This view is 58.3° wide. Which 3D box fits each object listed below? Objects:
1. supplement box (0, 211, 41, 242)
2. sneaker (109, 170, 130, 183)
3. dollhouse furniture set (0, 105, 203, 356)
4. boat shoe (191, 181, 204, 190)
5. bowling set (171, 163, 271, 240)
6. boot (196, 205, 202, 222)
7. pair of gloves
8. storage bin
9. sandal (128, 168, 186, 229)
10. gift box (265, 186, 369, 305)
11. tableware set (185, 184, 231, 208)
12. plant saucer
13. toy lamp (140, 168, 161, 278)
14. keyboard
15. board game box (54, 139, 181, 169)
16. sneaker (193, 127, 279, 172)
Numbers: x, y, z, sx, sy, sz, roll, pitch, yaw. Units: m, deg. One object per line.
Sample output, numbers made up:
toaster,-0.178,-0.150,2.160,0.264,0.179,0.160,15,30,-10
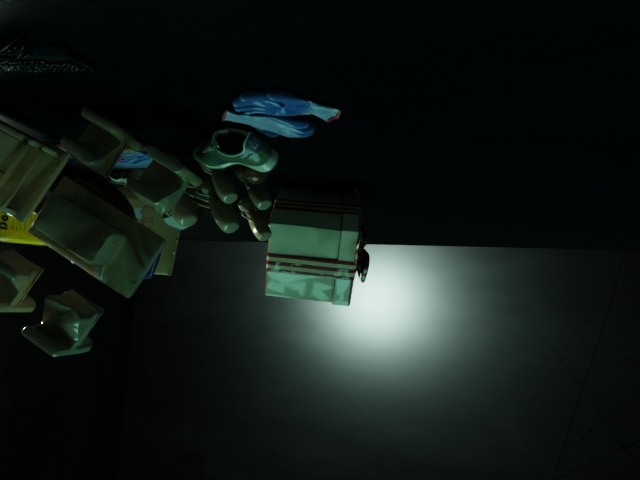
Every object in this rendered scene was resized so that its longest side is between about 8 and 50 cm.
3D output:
supplement box,-0.924,-0.096,1.669,0.194,0.195,0.357,-1,174,41
sneaker,-0.509,-0.163,1.495,0.084,0.031,0.037,4,175,-2
dollhouse furniture set,-0.461,-0.050,1.046,0.394,0.362,0.256,32,176,7
boat shoe,-0.310,-0.127,1.552,0.178,0.064,0.060,-1,171,26
bowling set,-0.188,-0.126,1.264,0.200,0.154,0.287,-47,145,22
boot,-0.531,-0.104,1.935,0.161,0.083,0.247,8,176,28
pair of gloves,-0.068,-0.191,0.892,0.160,0.023,0.198,6,174,-21
storage bin,-0.565,-0.037,1.708,0.262,0.260,0.123,9,-175,-39
sandal,-0.420,-0.130,1.511,0.088,0.079,0.240,-17,138,13
gift box,0.000,0.000,1.492,0.259,0.276,0.255,7,-146,-1
tableware set,-0.320,-0.116,1.404,0.194,0.039,0.128,32,-166,39
plant saucer,-0.552,-0.101,1.332,0.311,0.050,0.310,38,-165,-12
toy lamp,-0.401,-0.048,1.328,0.080,0.274,0.080,5,174,0
keyboard,-0.396,-0.222,0.735,0.192,0.038,0.100,2,174,15
board game box,-0.462,-0.184,1.250,0.282,0.027,0.145,2,176,26
sneaker,-0.169,-0.170,1.018,0.192,0.064,0.086,11,163,33
